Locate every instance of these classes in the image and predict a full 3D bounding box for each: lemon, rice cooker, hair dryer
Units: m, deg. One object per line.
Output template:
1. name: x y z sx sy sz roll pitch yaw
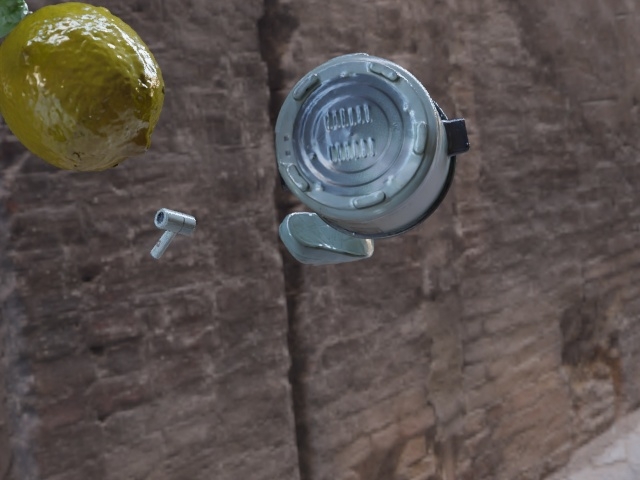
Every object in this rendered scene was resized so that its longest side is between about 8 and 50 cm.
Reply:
1. lemon: -0.294 -0.187 1.028 0.192 0.231 0.192 -40 -6 -5
2. rice cooker: 0.066 -0.129 1.195 0.280 0.241 0.227 -13 -10 14
3. hair dryer: -0.352 -0.009 1.912 0.082 0.137 0.047 15 33 -43

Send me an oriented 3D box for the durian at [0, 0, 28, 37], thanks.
1. durian: -0.810 -0.574 1.928 0.255 0.340 0.204 -8 42 -2

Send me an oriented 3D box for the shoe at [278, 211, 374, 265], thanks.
1. shoe: 0.000 0.000 1.526 0.100 0.103 0.251 -27 -17 33
